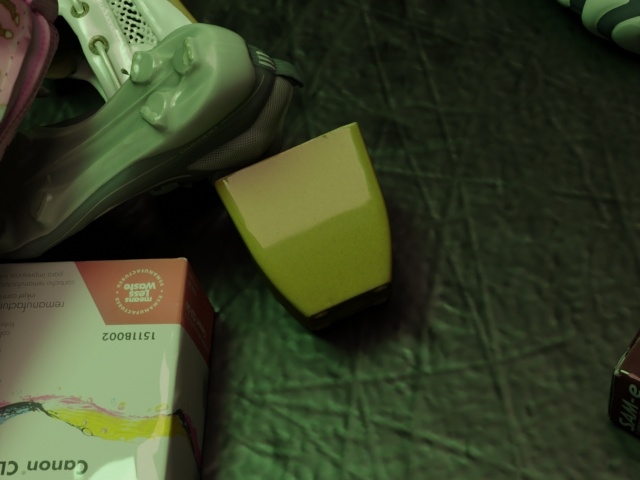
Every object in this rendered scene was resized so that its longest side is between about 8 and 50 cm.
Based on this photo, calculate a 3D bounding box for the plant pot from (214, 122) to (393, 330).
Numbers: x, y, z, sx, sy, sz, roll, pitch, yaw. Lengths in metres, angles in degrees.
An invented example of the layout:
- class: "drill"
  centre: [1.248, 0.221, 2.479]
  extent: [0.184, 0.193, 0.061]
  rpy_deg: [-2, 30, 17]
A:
- class: "plant pot"
  centre: [0.000, 0.000, 0.681]
  extent: [0.081, 0.081, 0.083]
  rpy_deg: [-23, 77, -3]

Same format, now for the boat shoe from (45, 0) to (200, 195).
- class: "boat shoe"
  centre: [-0.148, -0.140, 0.767]
  extent: [0.096, 0.098, 0.277]
  rpy_deg: [-36, 65, -8]

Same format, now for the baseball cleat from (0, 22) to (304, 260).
- class: "baseball cleat"
  centre: [-0.096, -0.037, 0.673]
  extent: [0.206, 0.109, 0.072]
  rpy_deg: [-27, 62, 33]

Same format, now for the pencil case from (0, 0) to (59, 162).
- class: "pencil case"
  centre: [-0.245, 0.035, 0.593]
  extent: [0.160, 0.167, 0.386]
  rpy_deg: [3, 76, 57]

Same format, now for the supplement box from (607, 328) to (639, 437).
- class: "supplement box"
  centre: [0.270, 0.081, 0.590]
  extent: [0.239, 0.073, 0.130]
  rpy_deg: [30, 70, 22]

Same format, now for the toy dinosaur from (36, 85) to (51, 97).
- class: "toy dinosaur"
  centre: [-0.312, -0.125, 0.730]
  extent: [0.295, 0.200, 0.127]
  rpy_deg: [23, 68, 20]

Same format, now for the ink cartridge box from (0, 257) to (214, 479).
- class: "ink cartridge box"
  centre: [-0.123, 0.111, 0.646]
  extent: [0.115, 0.067, 0.198]
  rpy_deg: [-3, 62, 9]

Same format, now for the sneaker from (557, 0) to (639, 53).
- class: "sneaker"
  centre: [0.189, -0.236, 0.762]
  extent: [0.153, 0.094, 0.235]
  rpy_deg: [33, 82, 15]
